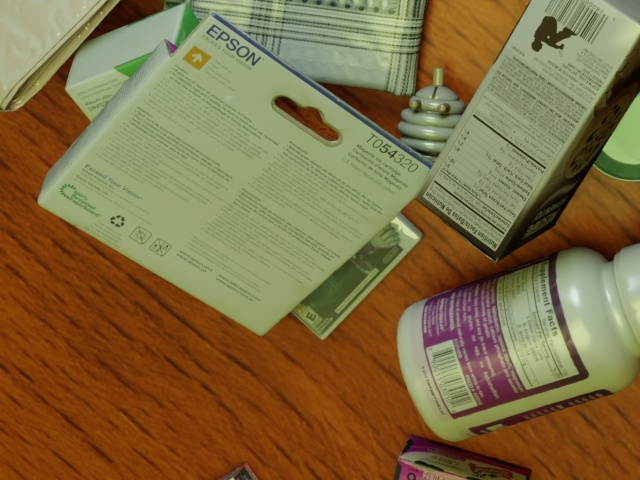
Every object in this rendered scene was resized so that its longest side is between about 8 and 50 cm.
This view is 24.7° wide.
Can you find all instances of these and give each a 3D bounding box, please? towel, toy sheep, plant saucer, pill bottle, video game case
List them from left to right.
[{"bbox_3d":[-0.338,-0.369,1.675,0.317,0.053,0.332,-39,71,25],"label":"towel"},{"bbox_3d":[-0.032,-0.335,1.636,0.324,0.056,0.312,12,111,15],"label":"towel"},{"bbox_3d":[0.000,0.000,1.755,0.173,0.022,0.190,43,115,1],"label":"video game case"},{"bbox_3d":[0.127,-0.127,1.635,0.091,0.091,0.132,12,102,14],"label":"toy sheep"},{"bbox_3d":[0.251,0.105,1.626,0.301,0.169,0.169,-21,100,23],"label":"pill bottle"},{"bbox_3d":[0.342,-0.125,1.599,0.119,0.021,0.119,6,110,17],"label":"plant saucer"}]

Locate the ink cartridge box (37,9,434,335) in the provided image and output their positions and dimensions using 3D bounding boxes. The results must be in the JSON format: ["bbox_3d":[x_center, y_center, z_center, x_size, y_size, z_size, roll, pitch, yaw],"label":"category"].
[{"bbox_3d":[-0.090,-0.075,1.629,0.324,0.071,0.330,33,121,-24],"label":"ink cartridge box"}]

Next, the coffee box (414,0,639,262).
[{"bbox_3d":[0.242,-0.141,1.526,0.119,0.168,0.297,38,121,16],"label":"coffee box"}]

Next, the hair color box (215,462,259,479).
[{"bbox_3d":[-0.140,0.371,1.909,0.167,0.053,0.093,-32,94,26],"label":"hair color box"}]

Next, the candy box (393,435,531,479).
[{"bbox_3d":[0.155,0.375,1.801,0.159,0.071,0.233,15,112,13],"label":"candy box"}]

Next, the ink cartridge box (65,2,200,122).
[{"bbox_3d":[-0.168,-0.150,1.678,0.153,0.087,0.208,-18,131,23],"label":"ink cartridge box"}]
